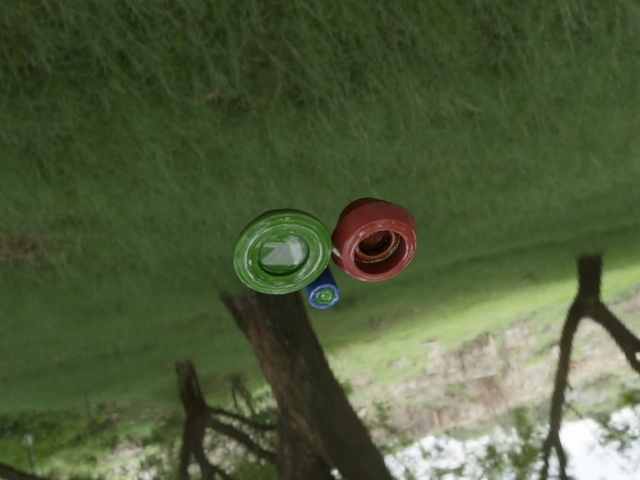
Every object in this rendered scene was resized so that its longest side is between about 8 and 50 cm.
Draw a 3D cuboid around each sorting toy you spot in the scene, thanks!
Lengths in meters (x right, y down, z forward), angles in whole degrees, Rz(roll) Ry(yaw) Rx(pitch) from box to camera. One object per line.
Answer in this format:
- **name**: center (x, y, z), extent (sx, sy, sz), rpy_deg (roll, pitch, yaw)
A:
- **sorting toy**: center (0.000, 0.000, 0.469), extent (0.102, 0.061, 0.042), rpy_deg (-1, -145, -17)
